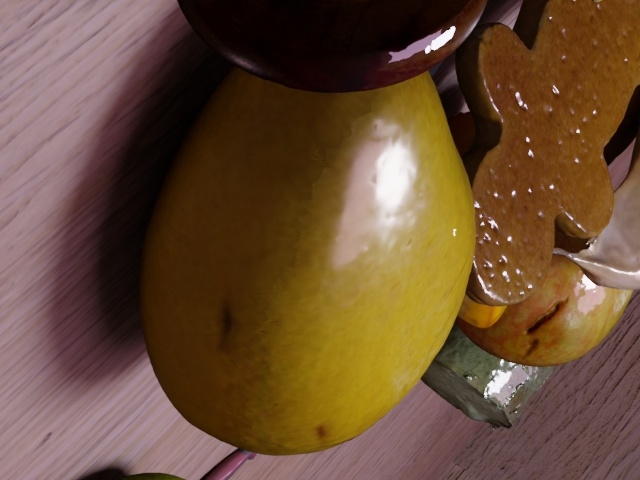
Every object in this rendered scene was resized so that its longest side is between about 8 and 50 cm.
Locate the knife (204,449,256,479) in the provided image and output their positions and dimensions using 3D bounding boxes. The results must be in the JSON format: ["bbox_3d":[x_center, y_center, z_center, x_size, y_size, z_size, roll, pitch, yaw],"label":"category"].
[{"bbox_3d":[-0.081,0.250,1.885,0.247,0.018,0.035,-33,151,-56],"label":"knife"}]

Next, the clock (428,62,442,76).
[{"bbox_3d":[0.079,-0.194,1.368,0.279,0.049,0.273,-53,165,-7],"label":"clock"}]

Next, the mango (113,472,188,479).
[{"bbox_3d":[-0.176,0.302,1.467,0.273,0.149,0.185,-37,151,-63],"label":"mango"}]

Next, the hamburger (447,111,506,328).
[{"bbox_3d":[0.159,-0.034,1.723,0.246,0.170,0.246,24,90,-82],"label":"hamburger"}]

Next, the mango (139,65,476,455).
[{"bbox_3d":[0.000,0.000,1.218,0.301,0.220,0.445,-33,156,-28],"label":"mango"}]

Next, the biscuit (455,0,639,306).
[{"bbox_3d":[0.212,-0.124,1.567,0.283,0.064,0.432,47,56,-37],"label":"biscuit"}]

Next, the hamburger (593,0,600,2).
[{"bbox_3d":[0.268,-0.346,1.418,0.244,0.163,0.244,-52,172,-10],"label":"hamburger"}]

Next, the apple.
[{"bbox_3d":[0.274,0.034,2.028,0.264,0.264,0.264,-49,164,-20],"label":"apple"}]

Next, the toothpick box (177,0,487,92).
[{"bbox_3d":[0.009,-0.215,0.866,0.192,0.192,0.294,-46,158,-28],"label":"toothpick box"}]

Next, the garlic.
[{"bbox_3d":[0.374,-0.038,1.859,0.151,0.196,0.338,-4,-138,54],"label":"garlic"}]

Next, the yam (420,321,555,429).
[{"bbox_3d":[0.287,0.122,2.388,0.300,0.195,0.195,-53,165,-7],"label":"yam"}]

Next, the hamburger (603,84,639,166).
[{"bbox_3d":[0.350,-0.215,1.963,0.245,0.155,0.282,-9,128,-60],"label":"hamburger"}]
